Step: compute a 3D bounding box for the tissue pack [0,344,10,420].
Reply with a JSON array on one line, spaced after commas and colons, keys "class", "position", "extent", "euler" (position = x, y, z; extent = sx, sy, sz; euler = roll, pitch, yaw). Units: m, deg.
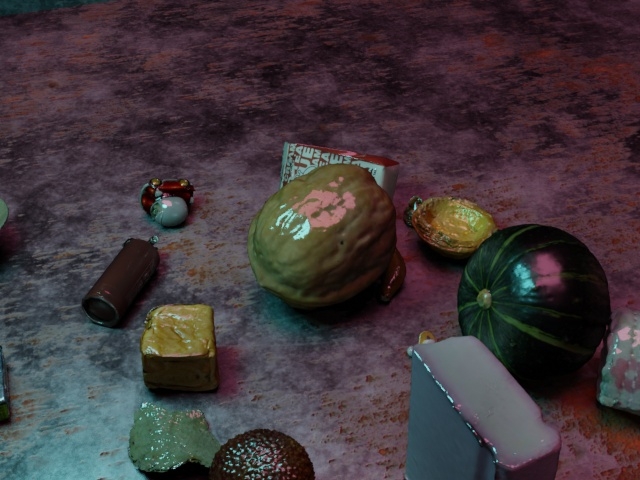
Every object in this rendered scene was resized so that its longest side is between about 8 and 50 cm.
[{"class": "tissue pack", "position": [-0.740, 0.305, 1.662], "extent": [0.235, 0.073, 0.173], "euler": [-12, 39, -14]}]

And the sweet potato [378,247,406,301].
[{"class": "sweet potato", "position": [0.155, 0.053, 1.971], "extent": [0.081, 0.062, 0.233], "euler": [-20, 43, 5]}]

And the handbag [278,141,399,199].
[{"class": "handbag", "position": [0.034, -0.150, 2.106], "extent": [0.298, 0.171, 0.151], "euler": [16, 14, 19]}]

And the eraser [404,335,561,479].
[{"class": "eraser", "position": [0.250, 0.358, 1.359], "extent": [0.122, 0.359, 0.272], "euler": [-16, 41, -17]}]

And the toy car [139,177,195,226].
[{"class": "toy car", "position": [-0.378, -0.089, 2.125], "extent": [0.139, 0.112, 0.112], "euler": [-10, 54, -25]}]

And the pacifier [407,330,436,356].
[{"class": "pacifier", "position": [0.213, 0.233, 1.763], "extent": [0.064, 0.068, 0.083], "euler": [-11, 43, 43]}]

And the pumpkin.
[{"class": "pumpkin", "position": [0.419, 0.124, 1.689], "extent": [0.241, 0.323, 0.323], "euler": [11, 30, -33]}]

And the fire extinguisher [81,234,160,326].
[{"class": "fire extinguisher", "position": [-0.443, 0.076, 1.927], "extent": [0.104, 0.105, 0.269], "euler": [10, 41, 13]}]

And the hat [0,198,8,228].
[{"class": "hat", "position": [-0.858, 0.001, 1.988], "extent": [0.257, 0.130, 0.257], "euler": [0, 39, 0]}]

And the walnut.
[{"class": "walnut", "position": [-0.002, -0.003, 1.848], "extent": [0.344, 0.306, 0.306], "euler": [-38, 51, -25]}]

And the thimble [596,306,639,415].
[{"class": "thimble", "position": [0.620, 0.244, 1.633], "extent": [0.149, 0.185, 0.211], "euler": [11, 57, 15]}]

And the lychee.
[{"class": "lychee", "position": [-0.099, 0.414, 1.446], "extent": [0.194, 0.195, 0.194], "euler": [0, 39, 0]}]

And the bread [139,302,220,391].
[{"class": "bread", "position": [-0.284, 0.221, 1.702], "extent": [0.158, 0.149, 0.143], "euler": [-3, 43, -2]}]

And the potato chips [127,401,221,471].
[{"class": "potato chips", "position": [-0.258, 0.382, 1.576], "extent": [0.228, 0.059, 0.167], "euler": [5, 30, 6]}]

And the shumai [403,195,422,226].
[{"class": "shumai", "position": [0.246, -0.079, 2.111], "extent": [0.082, 0.081, 0.083], "euler": [-26, 45, -30]}]

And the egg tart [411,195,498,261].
[{"class": "egg tart", "position": [0.320, -0.025, 2.028], "extent": [0.212, 0.090, 0.213], "euler": [7, 42, -6]}]
